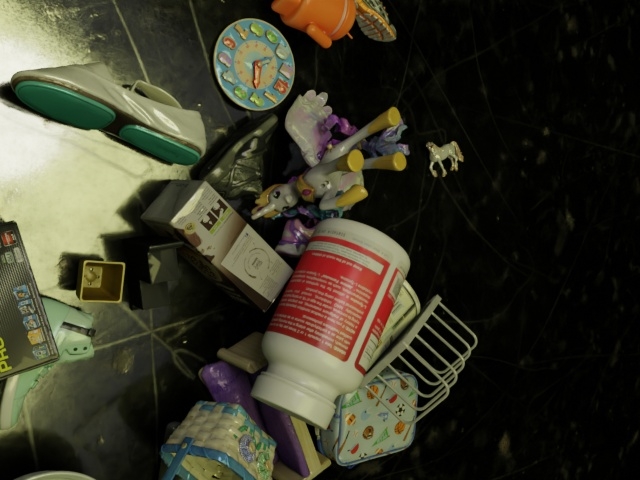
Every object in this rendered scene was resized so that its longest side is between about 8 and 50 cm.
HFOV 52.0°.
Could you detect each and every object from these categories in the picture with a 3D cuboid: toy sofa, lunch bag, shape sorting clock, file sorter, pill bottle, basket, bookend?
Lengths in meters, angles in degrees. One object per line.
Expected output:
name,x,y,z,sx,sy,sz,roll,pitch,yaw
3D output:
toy sofa,-0.128,0.414,1.537,0.177,0.150,0.363,-29,111,-31
lunch bag,0.123,0.470,1.749,0.303,0.115,0.243,0,97,-37
shape sorting clock,-0.148,-0.401,1.498,0.206,0.040,0.206,-5,98,-36
file sorter,0.260,0.307,1.680,0.173,0.193,0.277,43,33,7
pill bottle,0.017,0.176,1.396,0.229,0.229,0.408,38,69,-33
basket,-0.224,0.494,1.353,0.255,0.201,0.289,57,45,-39
bookend,-0.337,0.074,1.343,0.072,0.157,0.156,-10,101,-34

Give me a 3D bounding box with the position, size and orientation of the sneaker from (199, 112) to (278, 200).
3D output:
sneaker,-0.159,-0.180,1.490,0.227,0.087,0.130,-52,123,-16

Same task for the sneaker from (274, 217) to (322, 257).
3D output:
sneaker,0.000,0.000,1.623,0.236,0.095,0.105,11,81,-35

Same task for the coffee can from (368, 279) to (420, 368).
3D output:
coffee can,0.088,0.209,1.637,0.275,0.201,0.202,-43,118,-25

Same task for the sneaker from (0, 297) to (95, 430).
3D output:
sneaker,-0.521,0.247,1.263,0.151,0.094,0.256,19,81,-29

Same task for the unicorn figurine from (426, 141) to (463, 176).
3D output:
unicorn figurine,0.344,-0.240,1.868,0.162,0.060,0.111,-34,114,-46

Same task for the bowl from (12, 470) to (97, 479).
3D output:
bowl,-0.549,0.567,1.259,0.297,0.134,0.298,-5,99,-36

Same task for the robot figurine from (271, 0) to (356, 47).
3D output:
robot figurine,-0.008,-0.542,1.530,0.219,0.158,0.128,8,125,-36

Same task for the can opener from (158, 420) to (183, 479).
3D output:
can opener,-0.319,0.549,1.478,0.095,0.076,0.284,10,89,-68

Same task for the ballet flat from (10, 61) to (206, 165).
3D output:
ballet flat,-0.400,-0.270,1.293,0.400,0.139,0.139,20,83,-40

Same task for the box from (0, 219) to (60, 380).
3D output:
box,-0.609,0.122,1.155,0.216,0.060,0.270,-17,87,-29

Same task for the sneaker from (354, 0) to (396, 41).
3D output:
sneaker,0.123,-0.587,1.649,0.215,0.084,0.083,39,68,-31

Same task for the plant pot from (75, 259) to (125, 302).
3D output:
plant pot,-0.446,0.077,1.309,0.081,0.083,0.081,6,92,-35

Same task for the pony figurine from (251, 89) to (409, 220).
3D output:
pony figurine,0.029,-0.179,1.505,0.303,0.363,0.351,55,49,-19

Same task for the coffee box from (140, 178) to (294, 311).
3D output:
coffee box,-0.219,0.011,1.414,0.297,0.168,0.119,47,69,-29
